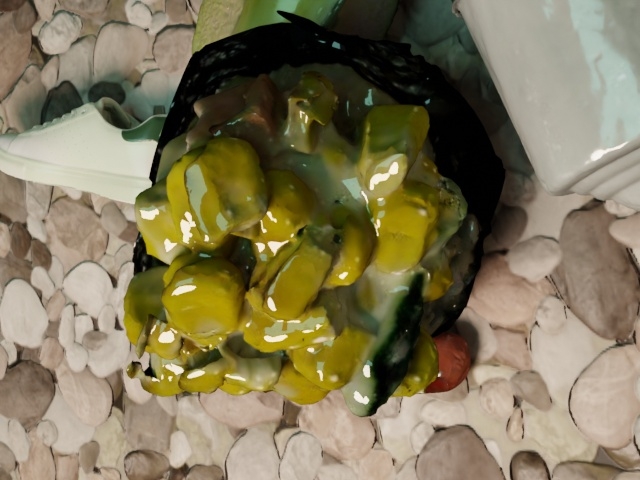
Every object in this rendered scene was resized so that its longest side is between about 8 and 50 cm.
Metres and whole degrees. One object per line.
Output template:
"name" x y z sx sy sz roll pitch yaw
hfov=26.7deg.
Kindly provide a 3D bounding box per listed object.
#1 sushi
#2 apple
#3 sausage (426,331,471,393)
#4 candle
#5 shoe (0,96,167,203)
"sushi" 0.000 0.000 1.139 0.328 0.285 0.328 17 109 -12
"apple" -0.019 -0.237 1.296 0.265 0.120 0.193 -52 49 28
"sausage" 0.100 0.115 1.286 0.094 0.059 0.054 -6 49 37
"candle" 0.234 -0.157 1.054 0.221 0.221 0.343 -28 79 35
"shoe" -0.258 -0.109 1.507 0.265 0.095 0.110 15 99 29
